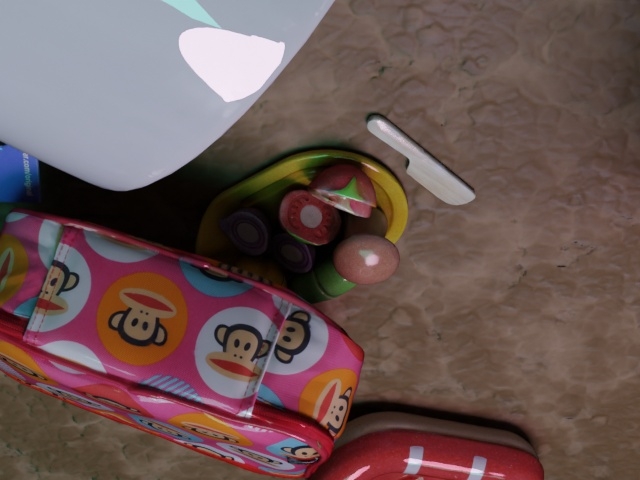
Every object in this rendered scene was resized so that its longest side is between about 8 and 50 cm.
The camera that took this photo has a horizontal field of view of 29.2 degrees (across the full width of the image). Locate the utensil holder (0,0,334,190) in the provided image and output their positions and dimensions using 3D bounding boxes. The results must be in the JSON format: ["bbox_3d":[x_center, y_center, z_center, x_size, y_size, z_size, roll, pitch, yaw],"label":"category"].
[{"bbox_3d":[-0.184,-0.238,0.539,0.385,0.327,0.327,30,129,-27],"label":"utensil holder"}]

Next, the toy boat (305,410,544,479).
[{"bbox_3d":[0.097,0.260,1.160,0.231,0.151,0.151,10,135,-9],"label":"toy boat"}]

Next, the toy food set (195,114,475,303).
[{"bbox_3d":[0.000,0.000,0.954,0.218,0.071,0.128,-28,129,26],"label":"toy food set"}]

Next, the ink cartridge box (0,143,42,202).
[{"bbox_3d":[-0.349,-0.118,0.851,0.311,0.065,0.186,6,135,-2],"label":"ink cartridge box"}]

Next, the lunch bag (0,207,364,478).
[{"bbox_3d":[-0.120,0.089,0.964,0.293,0.120,0.258,20,164,0],"label":"lunch bag"}]
